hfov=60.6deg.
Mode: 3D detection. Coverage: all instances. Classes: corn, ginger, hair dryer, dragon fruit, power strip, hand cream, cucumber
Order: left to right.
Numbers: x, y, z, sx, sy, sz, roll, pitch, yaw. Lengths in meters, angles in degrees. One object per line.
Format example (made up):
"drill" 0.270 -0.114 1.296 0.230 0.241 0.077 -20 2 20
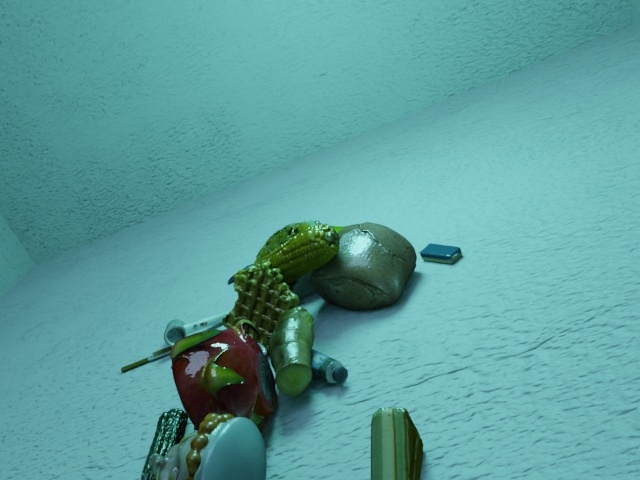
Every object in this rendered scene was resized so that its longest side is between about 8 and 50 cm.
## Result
"cucumber" -0.376 0.509 1.324 0.077 0.077 0.265 -22 25 6
"hair dryer" -0.410 0.279 1.857 0.237 0.073 0.131 -21 7 -10
"dragon fruit" -0.208 0.332 1.288 0.190 0.290 0.290 -23 22 4
"corn" -0.085 0.059 1.614 0.363 0.120 0.120 -32 16 33
"ginger" -0.073 0.272 1.389 0.117 0.109 0.263 6 29 -6
"hand cream" -0.017 0.320 1.413 0.088 0.055 0.256 -43 21 -23
"power strip" 0.365 0.040 1.656 0.056 0.032 0.123 -38 27 -29

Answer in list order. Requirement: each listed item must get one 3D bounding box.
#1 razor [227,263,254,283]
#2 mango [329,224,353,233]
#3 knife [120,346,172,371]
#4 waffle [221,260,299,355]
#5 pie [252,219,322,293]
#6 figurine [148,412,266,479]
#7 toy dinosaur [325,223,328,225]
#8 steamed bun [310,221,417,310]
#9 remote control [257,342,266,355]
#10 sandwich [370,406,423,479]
"razor" -0.300 0.123 2.150 0.155 0.028 0.044 -29 23 -12
"mango" 0.027 0.021 1.895 0.293 0.143 0.175 -11 46 26
"knife" -0.555 0.383 1.840 0.256 0.022 0.046 -22 16 6
"waffle" -0.178 0.199 1.588 0.291 0.290 0.051 -10 -5 31
"pie" -0.123 0.082 1.807 0.371 0.078 0.296 -56 34 -2
"figurine" -0.259 0.501 1.115 0.382 0.205 0.224 -34 18 33
"toy dinosaur" -0.001 -0.001 2.119 0.108 0.032 0.220 -11 35 22
"steamed bun" 0.118 0.064 1.633 0.301 0.199 0.251 -3 31 41
"remote control" -0.249 0.365 1.514 0.229 0.044 0.073 -41 27 -10
"sandwich" 0.125 0.402 0.991 0.080 0.113 0.163 -12 26 28
